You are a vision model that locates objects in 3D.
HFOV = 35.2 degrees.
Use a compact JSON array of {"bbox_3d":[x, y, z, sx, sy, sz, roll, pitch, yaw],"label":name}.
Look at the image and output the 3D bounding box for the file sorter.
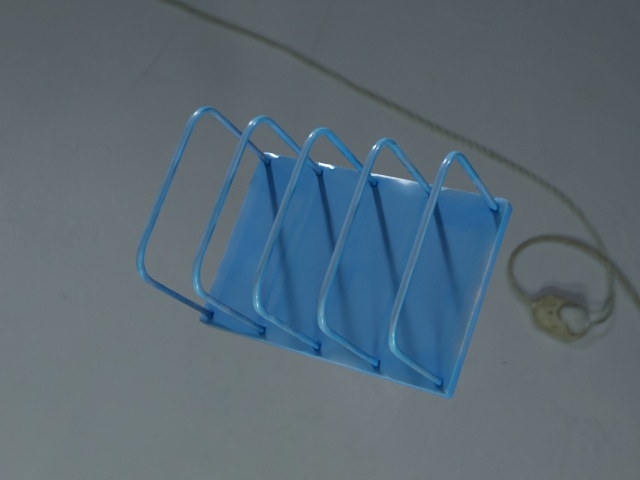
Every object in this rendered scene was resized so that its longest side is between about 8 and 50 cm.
[{"bbox_3d":[0.000,0.000,0.569,0.170,0.104,0.118,13,76,28],"label":"file sorter"}]
